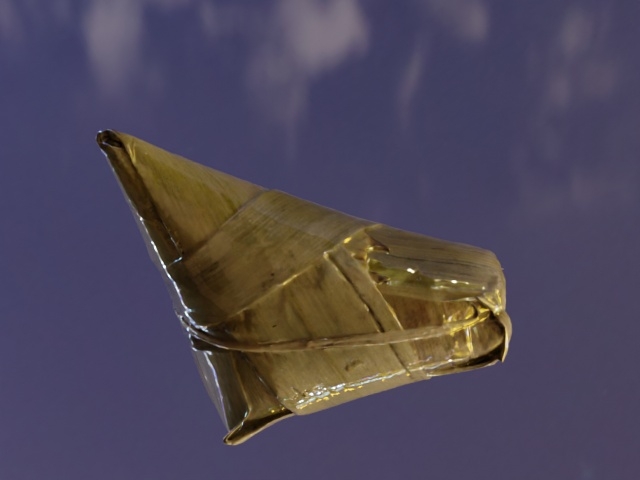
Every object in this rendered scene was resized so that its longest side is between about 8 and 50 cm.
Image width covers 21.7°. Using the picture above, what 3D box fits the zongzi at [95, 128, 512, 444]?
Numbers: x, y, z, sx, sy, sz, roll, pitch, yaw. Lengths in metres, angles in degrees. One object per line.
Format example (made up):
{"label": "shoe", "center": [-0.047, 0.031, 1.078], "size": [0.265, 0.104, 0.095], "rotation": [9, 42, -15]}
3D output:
{"label": "zongzi", "center": [0.000, 0.000, 0.784], "size": [0.160, 0.078, 0.176], "rotation": [-18, -61, 2]}
